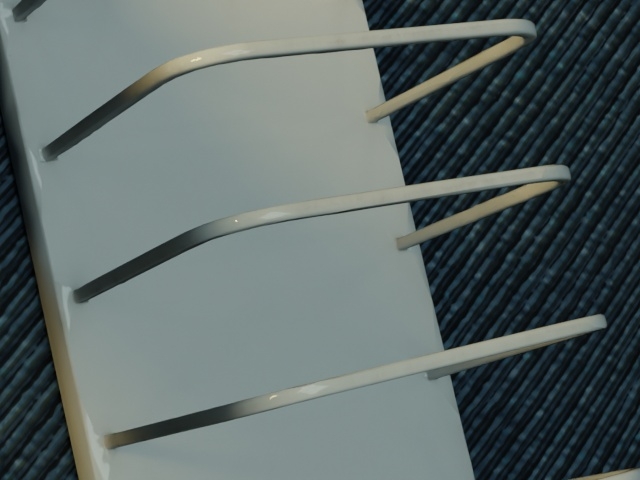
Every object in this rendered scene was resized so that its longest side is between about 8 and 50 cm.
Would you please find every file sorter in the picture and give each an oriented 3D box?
[{"bbox_3d":[0.000,0.000,0.797,0.193,0.173,0.278,-9,83,-32],"label":"file sorter"}]
